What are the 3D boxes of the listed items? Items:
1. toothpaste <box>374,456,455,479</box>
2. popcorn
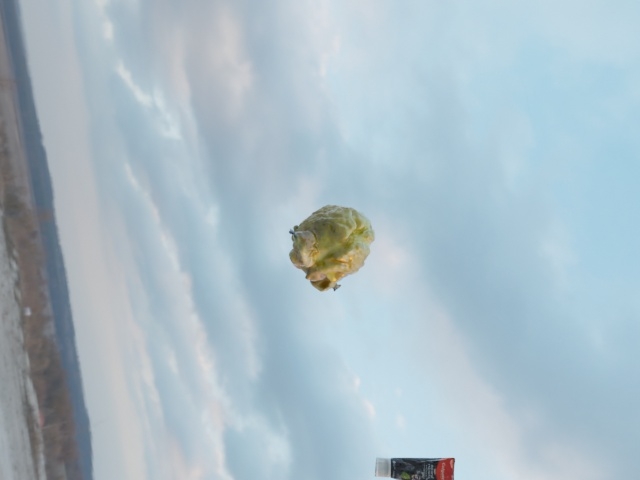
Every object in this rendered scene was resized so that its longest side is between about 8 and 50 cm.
[{"bbox_3d":[0.230,0.556,1.293,0.045,0.193,0.071,42,52,-83],"label":"toothpaste"},{"bbox_3d":[0.000,0.000,0.473,0.084,0.084,0.084,29,-57,57],"label":"popcorn"}]
